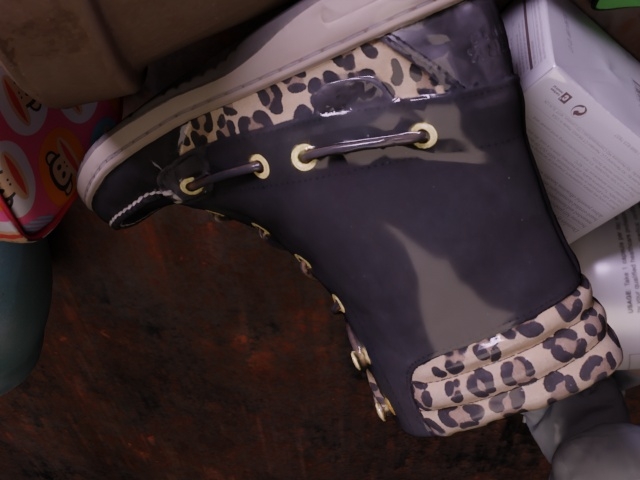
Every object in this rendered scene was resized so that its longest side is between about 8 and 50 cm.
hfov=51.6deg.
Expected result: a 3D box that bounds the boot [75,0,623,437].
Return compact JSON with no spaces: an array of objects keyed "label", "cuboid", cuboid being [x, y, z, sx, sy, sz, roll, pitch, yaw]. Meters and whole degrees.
[{"label":"boot","cuboid":[0.000,0.000,0.484,0.377,0.138,0.284,-22,101,35]}]

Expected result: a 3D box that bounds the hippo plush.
[{"label":"hippo plush","cuboid":[0.277,0.228,0.755,0.234,0.237,0.294,5,136,7]}]

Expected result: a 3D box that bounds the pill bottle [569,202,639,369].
[{"label":"pill bottle","cuboid":[0.313,0.034,0.603,0.282,0.160,0.160,-7,134,19]}]

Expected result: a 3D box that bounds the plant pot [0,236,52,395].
[{"label":"plant pot","cuboid":[-0.405,0.003,0.668,0.293,0.293,0.196,23,109,-12]}]

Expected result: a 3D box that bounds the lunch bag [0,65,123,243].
[{"label":"lunch bag","cuboid":[-0.263,-0.140,0.474,0.120,0.258,0.293,-1,134,11]}]

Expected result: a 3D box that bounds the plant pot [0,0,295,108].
[{"label":"plant pot","cuboid":[-0.076,-0.224,0.380,0.229,0.263,0.263,-10,135,-2]}]

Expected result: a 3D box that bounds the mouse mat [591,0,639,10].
[{"label":"mouse mat","cuboid":[0.285,-0.179,0.425,0.189,0.152,0.007,1,91,11]}]

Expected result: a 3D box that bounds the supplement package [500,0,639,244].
[{"label":"supplement package","cuboid":[0.140,-0.063,0.555,0.133,0.139,0.244,32,134,-19]}]
